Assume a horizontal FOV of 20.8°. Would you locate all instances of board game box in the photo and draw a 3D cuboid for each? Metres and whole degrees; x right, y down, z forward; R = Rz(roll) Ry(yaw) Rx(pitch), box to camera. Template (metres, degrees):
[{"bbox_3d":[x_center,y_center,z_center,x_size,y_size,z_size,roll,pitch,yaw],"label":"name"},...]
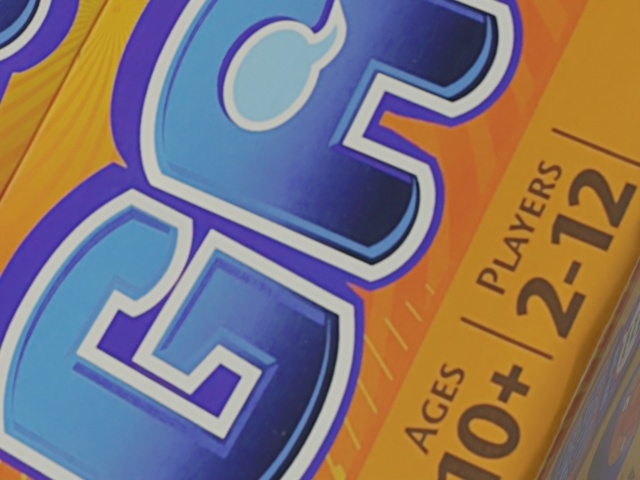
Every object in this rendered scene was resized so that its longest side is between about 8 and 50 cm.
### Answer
[{"bbox_3d":[-0.030,-0.025,0.687,0.356,0.356,0.356,-63,-17,-10],"label":"board game box"}]
